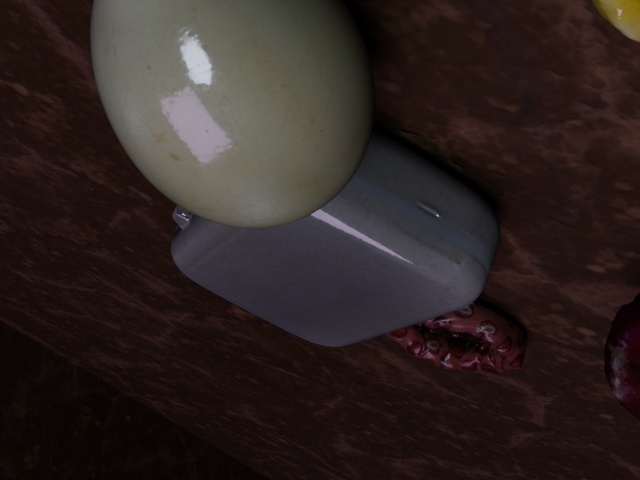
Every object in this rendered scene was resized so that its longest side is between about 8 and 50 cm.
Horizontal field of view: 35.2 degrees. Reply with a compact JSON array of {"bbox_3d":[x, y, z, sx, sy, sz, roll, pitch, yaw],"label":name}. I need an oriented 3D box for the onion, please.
[{"bbox_3d":[0.343,0.088,0.910,0.173,0.135,0.198,3,-165,6],"label":"onion"}]

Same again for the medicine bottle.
[{"bbox_3d":[0.000,0.000,1.025,0.282,0.123,0.375,28,159,-14],"label":"medicine bottle"}]

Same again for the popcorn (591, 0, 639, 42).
[{"bbox_3d":[0.169,-0.164,0.416,0.180,0.170,0.180,35,-165,-11],"label":"popcorn"}]

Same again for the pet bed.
[{"bbox_3d":[0.155,0.109,1.227,0.201,0.053,0.201,16,161,6],"label":"pet bed"}]

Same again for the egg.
[{"bbox_3d":[-0.063,-0.118,0.718,0.189,0.188,0.253,8,147,35],"label":"egg"}]
